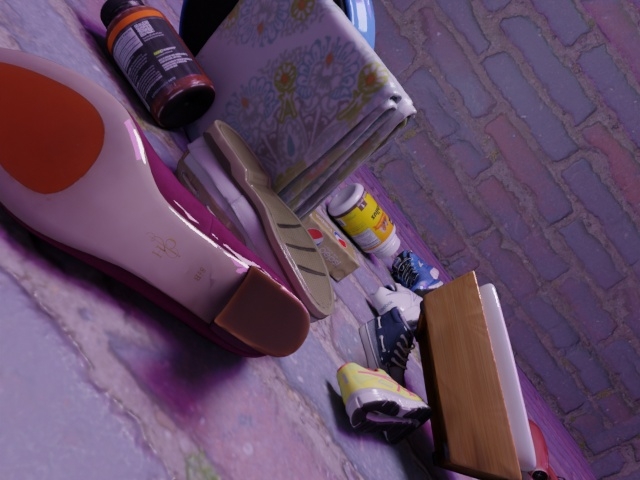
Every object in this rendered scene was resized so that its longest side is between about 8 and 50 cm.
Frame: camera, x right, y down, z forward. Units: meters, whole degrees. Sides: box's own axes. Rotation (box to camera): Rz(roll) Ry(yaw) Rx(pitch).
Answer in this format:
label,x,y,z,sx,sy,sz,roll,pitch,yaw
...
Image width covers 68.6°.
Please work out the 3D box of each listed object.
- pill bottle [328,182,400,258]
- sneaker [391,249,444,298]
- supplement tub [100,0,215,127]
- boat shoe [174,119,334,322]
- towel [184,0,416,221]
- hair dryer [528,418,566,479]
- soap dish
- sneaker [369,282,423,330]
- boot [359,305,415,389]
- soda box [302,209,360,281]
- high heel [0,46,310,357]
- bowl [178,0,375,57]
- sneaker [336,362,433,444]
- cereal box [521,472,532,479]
label,x,y,z,sx,sy,sz,roll,pitch,yaw
pill bottle,0.127,-0.047,1.300,0.215,0.117,0.117,46,17,-24
sneaker,0.275,0.117,1.421,0.147,0.129,0.330,39,12,2
supplement tub,-0.254,-0.278,0.717,0.198,0.106,0.106,56,16,7
boat shoe,-0.090,-0.012,0.613,0.302,0.103,0.113,58,16,21
towel,-0.068,-0.220,0.732,0.090,0.320,0.374,10,45,-57
hair dryer,0.555,0.546,1.154,0.293,0.080,0.223,30,25,-50
soap dish,0.230,0.227,0.753,0.229,0.118,0.290,76,9,-63
sneaker,0.211,0.157,1.133,0.129,0.111,0.297,53,13,20
boot,0.131,0.202,0.828,0.069,0.086,0.190,41,19,-37
soda box,0.000,0.000,0.931,0.181,0.061,0.058,45,17,-28
high heel,-0.177,-0.013,0.457,0.377,0.127,0.181,45,-16,-6
bowl,-0.096,-0.363,0.852,0.391,0.391,0.077,55,29,5
sneaker,0.093,0.228,0.682,0.208,0.081,0.094,44,7,-46
cereal box,0.558,0.677,1.109,0.173,0.047,0.240,42,19,-32
